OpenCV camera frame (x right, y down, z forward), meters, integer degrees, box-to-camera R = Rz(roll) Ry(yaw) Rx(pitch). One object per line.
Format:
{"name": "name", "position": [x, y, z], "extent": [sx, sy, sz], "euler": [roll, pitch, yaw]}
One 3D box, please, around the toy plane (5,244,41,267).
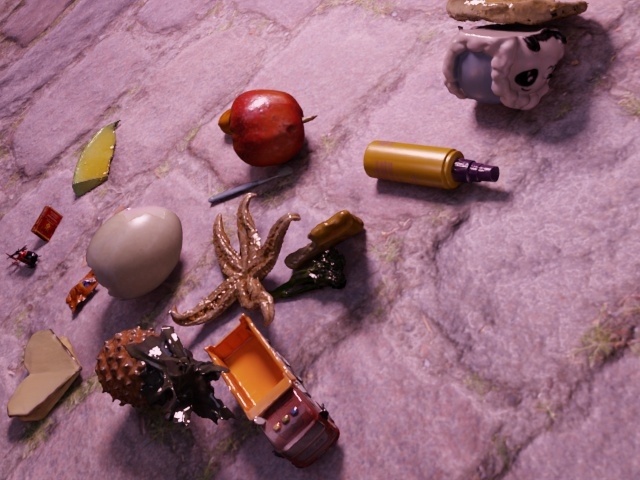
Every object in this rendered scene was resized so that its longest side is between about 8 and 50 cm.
{"name": "toy plane", "position": [-0.777, 0.043, 1.850], "extent": [0.145, 0.060, 0.037], "euler": [-8, 53, 46]}

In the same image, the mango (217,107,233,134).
{"name": "mango", "position": [-0.199, -0.298, 1.743], "extent": [0.114, 0.060, 0.080], "euler": [-9, 38, 29]}

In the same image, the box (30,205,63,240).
{"name": "box", "position": [-0.731, -0.045, 1.889], "extent": [0.023, 0.051, 0.082], "euler": [1, 59, 35]}

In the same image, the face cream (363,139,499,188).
{"name": "face cream", "position": [0.212, -0.143, 1.360], "extent": [0.273, 0.078, 0.078], "euler": [13, 65, 38]}

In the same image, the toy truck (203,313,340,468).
{"name": "toy truck", "position": [-0.084, 0.254, 1.208], "extent": [0.114, 0.135, 0.270], "euler": [-43, 46, -3]}

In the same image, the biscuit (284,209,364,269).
{"name": "biscuit", "position": [0.000, 0.000, 1.336], "extent": [0.174, 0.183, 0.039], "euler": [-30, 81, 4]}

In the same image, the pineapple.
{"name": "pineapple", "position": [-0.278, 0.236, 1.271], "extent": [0.364, 0.165, 0.165], "euler": [-5, 52, 53]}

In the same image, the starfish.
{"name": "starfish", "position": [-0.166, 0.060, 1.429], "extent": [0.327, 0.094, 0.375], "euler": [-51, 38, -1]}

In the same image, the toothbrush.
{"name": "toothbrush", "position": [-0.162, -0.126, 1.620], "extent": [0.219, 0.019, 0.016], "euler": [-19, 55, 19]}

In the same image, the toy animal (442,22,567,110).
{"name": "toy animal", "position": [0.352, -0.333, 1.355], "extent": [0.204, 0.156, 0.208], "euler": [25, 35, 39]}

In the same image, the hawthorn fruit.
{"name": "hawthorn fruit", "position": [-0.103, -0.257, 1.584], "extent": [0.200, 0.179, 0.179], "euler": [-14, 49, 1]}

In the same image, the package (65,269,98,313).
{"name": "package", "position": [-0.566, 0.118, 1.679], "extent": [0.110, 0.033, 0.077], "euler": [-46, 56, 0]}

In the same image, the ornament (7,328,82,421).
{"name": "ornament", "position": [-0.593, 0.294, 1.554], "extent": [0.180, 0.059, 0.201], "euler": [-10, 56, 24]}

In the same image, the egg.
{"name": "egg", "position": [-0.396, 0.018, 1.550], "extent": [0.217, 0.183, 0.183], "euler": [-37, 46, -7]}

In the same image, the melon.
{"name": "melon", "position": [-0.614, -0.242, 1.968], "extent": [0.114, 0.053, 0.261], "euler": [-1, 57, 22]}

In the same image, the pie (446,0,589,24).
{"name": "pie", "position": [0.389, -0.465, 1.409], "extent": [0.274, 0.055, 0.274], "euler": [0, 21, 0]}

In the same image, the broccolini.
{"name": "broccolini", "position": [-0.039, 0.082, 1.362], "extent": [0.201, 0.058, 0.074], "euler": [-23, 62, 18]}
